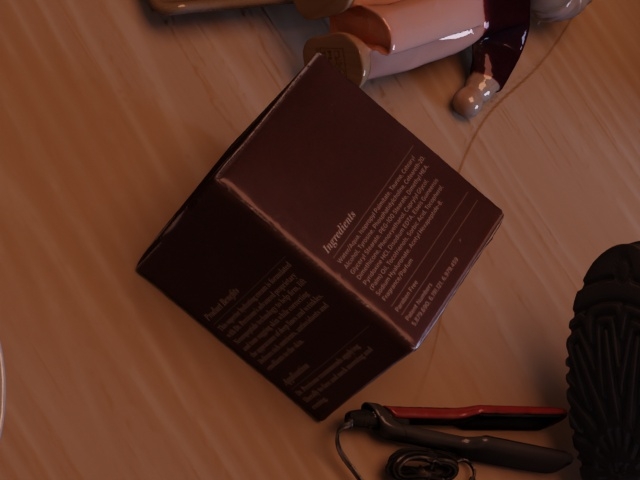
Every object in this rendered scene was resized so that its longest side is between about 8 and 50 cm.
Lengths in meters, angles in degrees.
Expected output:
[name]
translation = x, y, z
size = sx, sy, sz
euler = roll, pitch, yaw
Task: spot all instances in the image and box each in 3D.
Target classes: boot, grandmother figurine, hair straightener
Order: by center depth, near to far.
[hair straightener]
translation = 0.111, 0.175, 1.632
size = 0.230, 0.047, 0.089
euler = 8, 62, -32
[boot]
translation = 0.436, 0.162, 1.722
size = 0.445, 0.146, 0.367
euler = -7, 96, -28
[grandmother figurine]
translation = 0.131, -0.216, 1.805
size = 0.342, 0.104, 0.208
euler = -21, 115, -39

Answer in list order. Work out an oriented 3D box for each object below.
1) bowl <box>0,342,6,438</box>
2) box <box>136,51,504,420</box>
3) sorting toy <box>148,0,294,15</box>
[bowl]
translation = -0.373, 0.104, 1.337
size = 0.298, 0.134, 0.298
euler = 13, 65, -29
[box]
translation = 0.000, 0.000, 1.588
size = 0.203, 0.168, 0.167
euler = 41, 54, -5
[sorting toy]
translation = -0.053, -0.304, 1.805
size = 0.307, 0.041, 0.229
euler = -10, 66, -33
